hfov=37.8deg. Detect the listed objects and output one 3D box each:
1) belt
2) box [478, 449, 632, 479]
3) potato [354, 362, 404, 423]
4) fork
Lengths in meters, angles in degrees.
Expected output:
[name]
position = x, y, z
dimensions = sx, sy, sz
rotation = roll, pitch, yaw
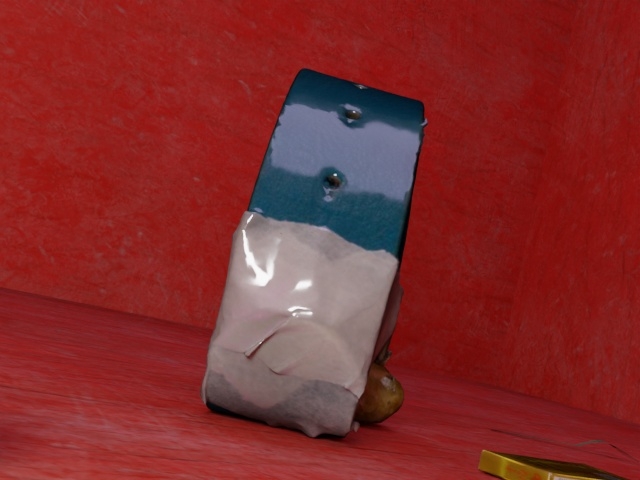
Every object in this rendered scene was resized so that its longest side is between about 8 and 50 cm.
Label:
[belt]
position = -0.001, -0.001, 0.961
dimensions = 0.173, 0.300, 0.436
rotation = 11, 35, -2
[box]
position = 0.237, 0.230, 0.904
dimensions = 0.156, 0.022, 0.089
rotation = 16, -4, -36
[potato]
position = 0.013, 0.162, 1.078
dimensions = 0.170, 0.080, 0.107
rotation = 11, -9, 3
[fork]
position = 0.368, 0.298, 1.397
dimensions = 0.235, 0.021, 0.039
rotation = 14, -7, -5
